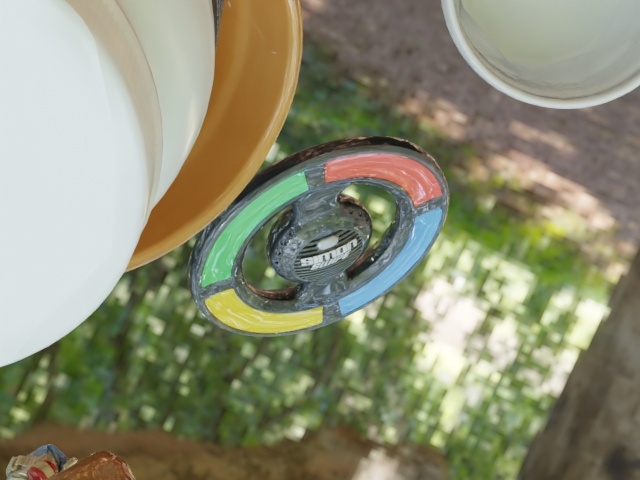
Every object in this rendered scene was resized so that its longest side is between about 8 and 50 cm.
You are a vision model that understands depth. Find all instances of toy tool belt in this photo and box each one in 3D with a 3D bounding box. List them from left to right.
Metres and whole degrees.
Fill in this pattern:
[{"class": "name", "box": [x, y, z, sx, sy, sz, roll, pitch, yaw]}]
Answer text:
[{"class": "toy tool belt", "box": [-0.203, 0.172, 1.323, 0.052, 0.051, 0.083, 46, 143, 3]}]

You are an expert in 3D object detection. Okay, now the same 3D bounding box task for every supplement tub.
[{"class": "supplement tub", "box": [-0.126, -0.103, 0.610, 0.191, 0.191, 0.272, 26, -146, -16]}]

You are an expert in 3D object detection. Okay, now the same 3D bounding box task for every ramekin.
[{"class": "ramekin", "box": [0.194, -0.216, 1.479, 0.207, 0.207, 0.109, 26, -173, -11]}]

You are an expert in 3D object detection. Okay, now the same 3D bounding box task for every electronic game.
[{"class": "electronic game", "box": [0.000, 0.000, 1.464, 0.229, 0.229, 0.048, 29, -153, -51]}]

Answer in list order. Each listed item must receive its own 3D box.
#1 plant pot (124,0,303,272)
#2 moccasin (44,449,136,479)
[{"class": "plant pot", "box": [-0.185, -0.143, 1.197, 0.291, 0.291, 0.203, 28, -170, -43]}, {"class": "moccasin", "box": [-0.240, 0.243, 1.015, 0.139, 0.380, 0.147, 4, -126, -56]}]
